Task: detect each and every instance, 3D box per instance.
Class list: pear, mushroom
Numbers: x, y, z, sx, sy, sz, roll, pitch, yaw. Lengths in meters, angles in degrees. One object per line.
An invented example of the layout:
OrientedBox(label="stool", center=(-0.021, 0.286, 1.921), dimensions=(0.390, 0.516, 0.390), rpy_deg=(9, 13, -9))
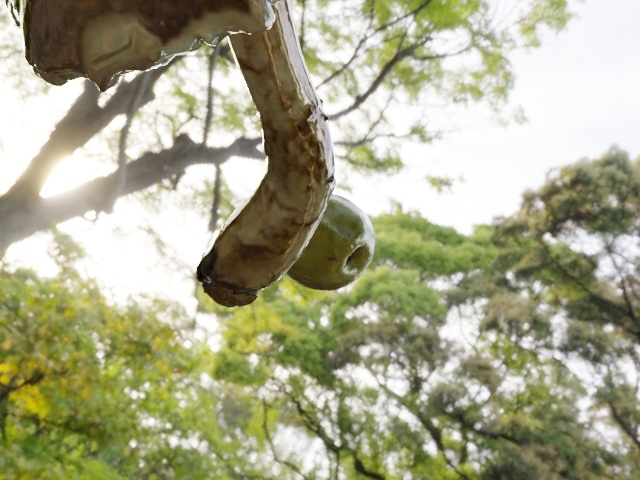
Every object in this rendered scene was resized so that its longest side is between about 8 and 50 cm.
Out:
OrientedBox(label="pear", center=(0.000, 0.000, 1.217), dimensions=(0.162, 0.149, 0.148), rpy_deg=(23, -29, 41))
OrientedBox(label="mushroom", center=(-0.034, -0.126, 0.459), dimensions=(0.301, 0.233, 0.208), rpy_deg=(66, -2, -68))
